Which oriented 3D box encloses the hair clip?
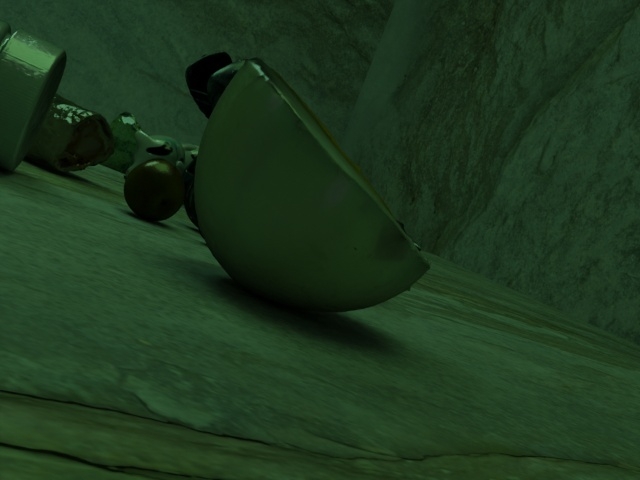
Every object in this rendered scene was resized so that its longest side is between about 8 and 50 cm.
[{"bbox_3d":[-0.152,-0.196,1.948,0.206,0.310,0.194,-9,24,-39],"label":"hair clip"}]

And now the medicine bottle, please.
[{"bbox_3d":[-0.524,-0.230,1.366,0.332,0.190,0.190,20,4,-13],"label":"medicine bottle"}]

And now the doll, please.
[{"bbox_3d":[-0.295,-0.148,2.045,0.106,0.111,0.180,1,-9,28],"label":"doll"}]

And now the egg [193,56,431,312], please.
[{"bbox_3d":[-0.035,-0.031,1.184,0.337,0.201,0.337,46,5,-5],"label":"egg"}]

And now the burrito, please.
[{"bbox_3d":[-0.490,-0.205,1.695,0.299,0.105,0.143,24,43,21],"label":"burrito"}]

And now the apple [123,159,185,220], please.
[{"bbox_3d":[-0.238,-0.073,1.487,0.089,0.090,0.074,18,24,-43],"label":"apple"}]

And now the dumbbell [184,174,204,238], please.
[{"bbox_3d":[-0.146,-0.041,1.530,0.110,0.110,0.254,20,11,-13],"label":"dumbbell"}]

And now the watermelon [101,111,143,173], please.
[{"bbox_3d":[-0.422,-0.170,2.178,0.098,0.121,0.158,37,-37,12],"label":"watermelon"}]
